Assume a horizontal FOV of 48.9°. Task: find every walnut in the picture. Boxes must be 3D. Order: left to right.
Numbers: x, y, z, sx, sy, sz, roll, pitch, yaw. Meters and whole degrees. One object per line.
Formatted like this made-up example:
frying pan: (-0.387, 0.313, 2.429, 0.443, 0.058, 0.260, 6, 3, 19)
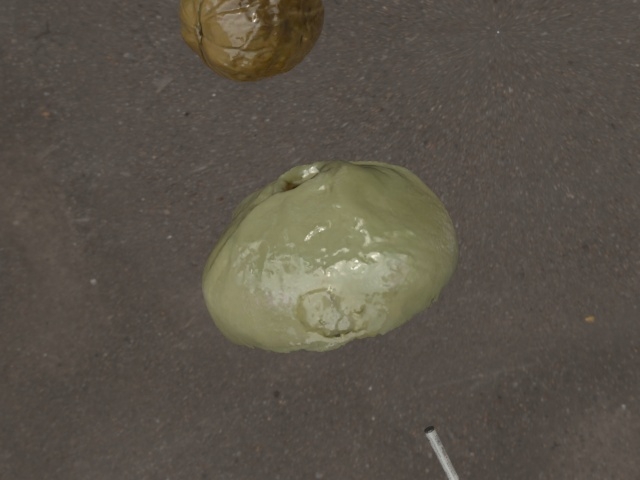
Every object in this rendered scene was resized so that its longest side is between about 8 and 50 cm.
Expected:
walnut: (-0.078, -0.276, 0.863, 0.155, 0.184, 0.155, 28, 133, 34)

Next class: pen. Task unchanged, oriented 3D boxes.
pen: (0.283, 0.502, 1.571, 0.025, 0.025, 0.204, -22, 104, 19)

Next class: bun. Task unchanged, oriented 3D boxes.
bun: (0.001, -0.003, 0.977, 0.364, 0.364, 0.202, -14, 108, 18)
